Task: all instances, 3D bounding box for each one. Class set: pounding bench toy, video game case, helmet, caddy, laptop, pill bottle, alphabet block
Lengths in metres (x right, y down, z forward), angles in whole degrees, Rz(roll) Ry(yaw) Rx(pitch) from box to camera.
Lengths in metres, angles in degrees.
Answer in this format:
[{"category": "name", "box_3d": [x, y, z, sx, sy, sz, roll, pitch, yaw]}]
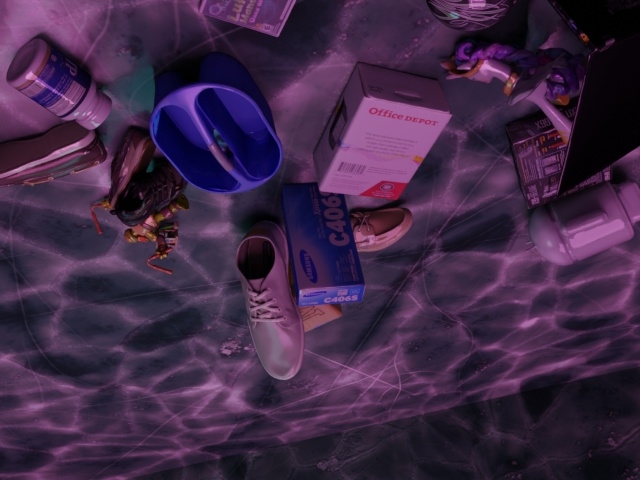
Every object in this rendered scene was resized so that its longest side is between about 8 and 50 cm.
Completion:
[{"category": "pounding bench toy", "box_3d": [-0.422, -0.023, 1.832, 0.065, 0.052, 0.083, 2, 142, -16]}, {"category": "video game case", "box_3d": [-0.124, -0.497, 1.304, 0.173, 0.022, 0.190, 10, 139, -25]}, {"category": "helmet", "box_3d": [0.289, -0.487, 1.305, 0.169, 0.161, 0.169, -7, 143, -5]}, {"category": "caddy", "box_3d": [-0.227, -0.240, 1.489, 0.241, 0.179, 0.341, -20, 142, 11]}, {"category": "laptop", "box_3d": [0.487, -0.359, 1.245, 0.382, 0.408, 0.236, -27, 167, -36]}, {"category": "pill bottle", "box_3d": [-0.526, -0.311, 1.374, 0.112, 0.112, 0.187, -28, 141, 22]}, {"category": "alphabet block", "box_3d": [-0.075, 0.151, 2.041, 0.193, 0.192, 0.197, -28, 141, 19]}]

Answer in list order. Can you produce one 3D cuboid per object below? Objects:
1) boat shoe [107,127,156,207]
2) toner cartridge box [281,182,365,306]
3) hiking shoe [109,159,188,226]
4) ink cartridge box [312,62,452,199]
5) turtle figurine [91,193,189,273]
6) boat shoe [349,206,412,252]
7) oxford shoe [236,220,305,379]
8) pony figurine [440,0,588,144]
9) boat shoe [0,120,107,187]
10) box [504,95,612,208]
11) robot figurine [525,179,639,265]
[{"category": "boat shoe", "box_3d": [-0.461, -0.175, 1.606, 0.073, 0.080, 0.223, 41, 124, 4]}, {"category": "toner cartridge box", "box_3d": [0.000, 0.000, 1.724, 0.165, 0.347, 0.075, -5, 142, -9]}, {"category": "hiking shoe", "box_3d": [-0.397, -0.124, 1.601, 0.227, 0.086, 0.114, -47, 174, -5]}, {"category": "ink cartridge box", "box_3d": [0.138, -0.249, 1.611, 0.226, 0.131, 0.306, 7, 139, -21]}, {"category": "turtle figurine", "box_3d": [-0.439, -0.049, 1.752, 0.217, 0.087, 0.269, -40, 106, 24]}, {"category": "boat shoe", "box_3d": [0.114, -0.029, 1.921, 0.302, 0.109, 0.098, -19, 144, 20]}, {"category": "oxford shoe", "box_3d": [-0.147, 0.170, 1.862, 0.169, 0.449, 0.130, -6, -176, 19]}, {"category": "pony figurine", "box_3d": [0.478, -0.365, 1.433, 0.363, 0.302, 0.351, 22, 162, -13]}, {"category": "boat shoe", "box_3d": [-0.649, -0.174, 1.526, 0.324, 0.116, 0.096, -19, 140, 1]}, {"category": "box", "box_3d": [0.645, -0.233, 1.807, 0.242, 0.076, 0.307, -21, 142, 13]}, {"category": "robot figurine", "box_3d": [0.768, -0.053, 1.974, 0.353, 0.199, 0.300, -26, 170, 19]}]
